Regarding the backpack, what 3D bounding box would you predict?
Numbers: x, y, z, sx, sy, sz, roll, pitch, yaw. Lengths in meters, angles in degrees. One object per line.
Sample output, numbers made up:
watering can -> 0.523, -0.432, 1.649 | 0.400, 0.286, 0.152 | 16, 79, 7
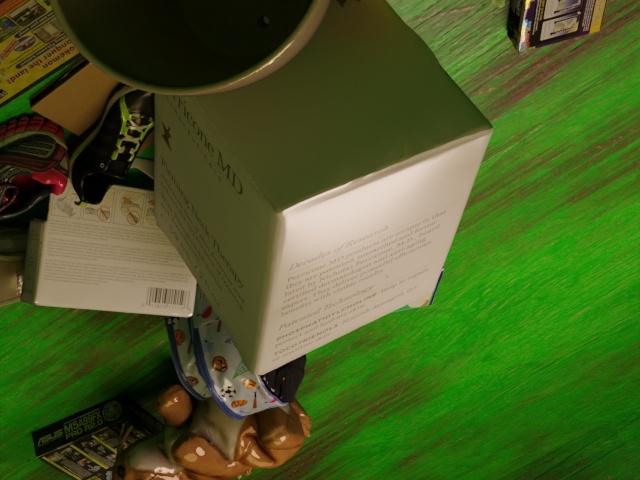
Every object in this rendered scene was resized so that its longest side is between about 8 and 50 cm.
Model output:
backpack -> -0.153, 0.181, 2.090 | 0.213, 0.263, 0.276 | -28, 148, 12

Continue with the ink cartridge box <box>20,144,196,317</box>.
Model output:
ink cartridge box -> -0.312, -0.010, 1.820 | 0.275, 0.239, 0.060 | 8, 177, -37

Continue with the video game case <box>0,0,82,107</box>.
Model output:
video game case -> -0.391, -0.291, 1.466 | 0.274, 0.035, 0.248 | -30, 146, 14

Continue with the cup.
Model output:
cup -> -0.117, -0.314, 1.365 | 0.331, 0.331, 0.237 | -27, 171, 12

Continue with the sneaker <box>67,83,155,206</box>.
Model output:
sneaker -> -0.277, -0.131, 1.667 | 0.084, 0.097, 0.234 | 12, 136, -41

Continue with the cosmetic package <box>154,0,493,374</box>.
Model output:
cosmetic package -> -0.019, -0.091, 1.638 | 0.327, 0.329, 0.394 | -23, 150, -23

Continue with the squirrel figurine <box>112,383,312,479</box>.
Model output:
squirrel figurine -> -0.223, 0.415, 2.359 | 0.370, 0.281, 0.397 | -40, 158, 5

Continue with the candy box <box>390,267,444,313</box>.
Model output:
candy box -> 0.000, 0.000, 1.897 | 0.317, 0.268, 0.122 | -12, 145, -14

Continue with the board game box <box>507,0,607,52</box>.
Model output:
board game box -> 0.356, -0.367, 1.748 | 0.141, 0.048, 0.170 | -17, 148, -9

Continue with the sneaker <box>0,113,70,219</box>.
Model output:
sneaker -> -0.493, -0.068, 1.673 | 0.299, 0.112, 0.121 | -28, 147, 14

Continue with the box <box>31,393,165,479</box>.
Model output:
box -> -0.449, 0.435, 2.502 | 0.216, 0.060, 0.270 | -24, 148, 7

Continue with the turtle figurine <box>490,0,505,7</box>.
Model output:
turtle figurine -> 0.347, -0.400, 1.556 | 0.266, 0.198, 0.274 | -34, 142, 28

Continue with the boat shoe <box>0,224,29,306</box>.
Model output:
boat shoe -> -0.503, 0.038, 1.817 | 0.302, 0.103, 0.113 | 0, 113, -29

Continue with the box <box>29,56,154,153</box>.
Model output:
box -> -0.285, -0.197, 1.677 | 0.164, 0.021, 0.201 | -33, 146, 20
